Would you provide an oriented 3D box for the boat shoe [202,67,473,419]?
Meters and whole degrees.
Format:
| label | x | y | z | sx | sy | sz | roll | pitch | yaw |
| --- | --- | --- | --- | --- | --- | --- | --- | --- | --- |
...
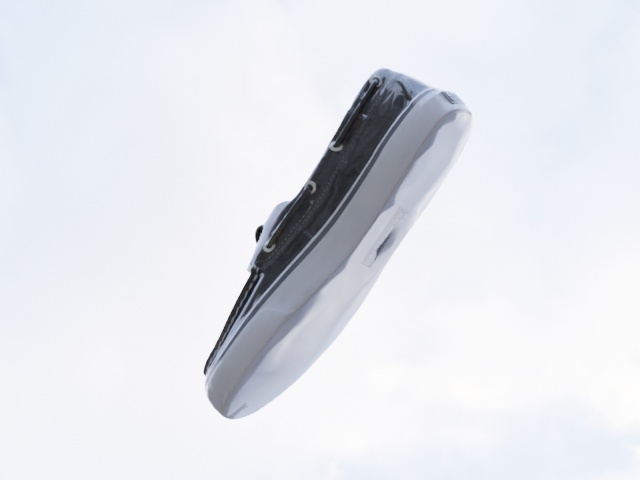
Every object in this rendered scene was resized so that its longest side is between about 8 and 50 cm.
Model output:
| label | x | y | z | sx | sy | sz | roll | pitch | yaw |
| --- | --- | --- | --- | --- | --- | --- | --- | --- | --- |
| boat shoe | 0.000 | 0.000 | 0.353 | 0.040 | 0.049 | 0.142 | 36 | -93 | 26 |
